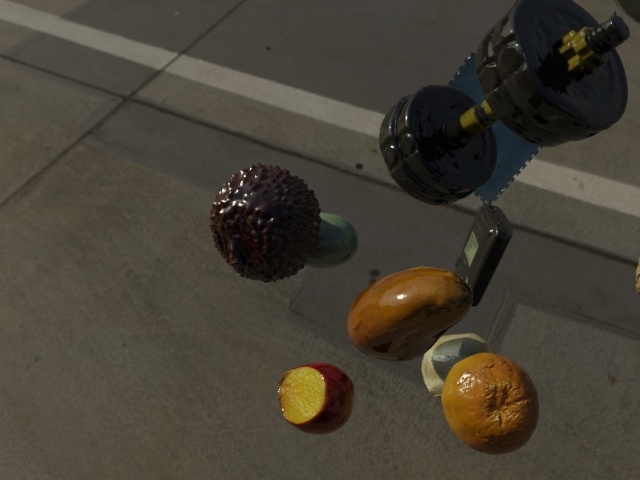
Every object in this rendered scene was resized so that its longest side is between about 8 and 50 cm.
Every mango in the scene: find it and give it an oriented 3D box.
[{"bbox_3d":[0.083,0.070,0.549,0.105,0.159,0.084,0,56,-21],"label":"mango"}]

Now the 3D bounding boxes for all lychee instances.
[{"bbox_3d":[-0.141,-0.044,1.410,0.306,0.306,0.330,24,44,19],"label":"lychee"}]

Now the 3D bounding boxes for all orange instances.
[{"bbox_3d":[0.382,0.366,1.211,0.219,0.193,0.219,1,88,-18],"label":"orange"}]

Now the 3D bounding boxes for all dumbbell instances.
[{"bbox_3d":[0.227,-0.173,0.724,0.185,0.388,0.185,9,70,-25],"label":"dumbbell"}]

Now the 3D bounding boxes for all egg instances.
[{"bbox_3d":[0.000,0.000,1.609,0.237,0.169,0.169,8,50,-11],"label":"egg"}]

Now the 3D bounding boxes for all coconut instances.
[{"bbox_3d":[0.461,0.441,1.818,0.247,0.245,0.244,-19,39,40],"label":"coconut"}]

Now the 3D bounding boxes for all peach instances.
[{"bbox_3d":[-0.013,0.402,1.381,0.193,0.190,0.190,16,51,-9],"label":"peach"}]

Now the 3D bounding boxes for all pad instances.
[{"bbox_3d":[0.380,-0.258,1.262,0.269,0.269,0.012,42,33,10],"label":"pad"}]

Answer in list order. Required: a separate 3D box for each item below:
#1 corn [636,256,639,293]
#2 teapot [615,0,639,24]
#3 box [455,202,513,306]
[{"bbox_3d":[0.745,0.015,1.146,0.098,0.098,0.290,25,56,20],"label":"corn"},{"bbox_3d":[0.788,-0.654,1.096,0.362,0.376,0.306,-38,29,-30],"label":"teapot"},{"bbox_3d":[0.514,0.039,1.726,0.073,0.288,0.290,18,24,0],"label":"box"}]
